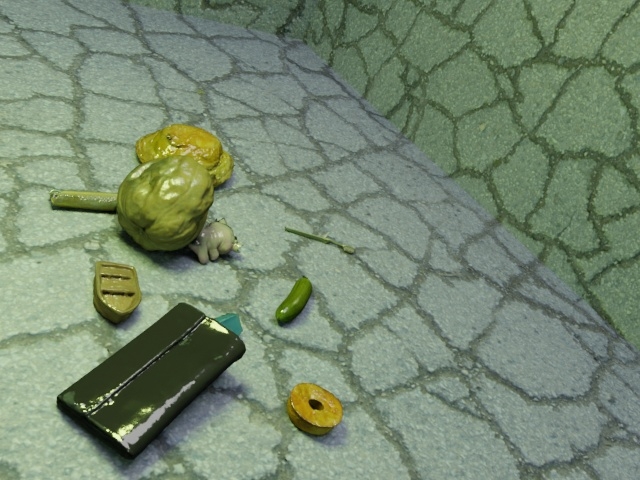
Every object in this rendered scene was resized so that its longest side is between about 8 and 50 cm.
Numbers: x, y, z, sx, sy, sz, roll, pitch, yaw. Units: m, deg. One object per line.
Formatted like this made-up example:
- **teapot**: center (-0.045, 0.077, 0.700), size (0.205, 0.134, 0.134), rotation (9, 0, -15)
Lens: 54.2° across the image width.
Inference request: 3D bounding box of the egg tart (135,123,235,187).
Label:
- **egg tart**: center (-0.489, -0.314, 2.280), size (0.351, 0.153, 0.339), rotation (27, 33, -2)

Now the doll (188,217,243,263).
- **doll**: center (-0.347, -0.006, 1.997), size (0.149, 0.095, 0.192), rotation (43, 36, 25)

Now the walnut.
- **walnut**: center (-0.459, -0.113, 1.858), size (0.253, 0.282, 0.277), rotation (27, 64, 0)

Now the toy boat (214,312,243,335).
- **toy boat**: center (-0.292, 0.253, 1.693), size (0.185, 0.077, 0.075), rotation (-28, 104, -56)

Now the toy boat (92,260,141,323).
- **toy boat**: center (-0.538, 0.142, 1.647), size (0.116, 0.061, 0.188), rotation (11, 35, -31)

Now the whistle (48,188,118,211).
- **whistle**: center (-0.665, -0.121, 1.933), size (0.326, 0.057, 0.068), rotation (3, 37, -37)

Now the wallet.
- **wallet**: center (-0.378, 0.308, 1.463), size (0.228, 0.062, 0.406), rotation (31, 39, 15)

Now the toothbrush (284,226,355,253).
- **toothbrush**: center (0.000, -0.005, 2.353), size (0.294, 0.026, 0.028), rotation (20, 47, -16)

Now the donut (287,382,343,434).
- **donut**: center (-0.019, 0.445, 1.641), size (0.152, 0.058, 0.152), rotation (21, 31, -13)

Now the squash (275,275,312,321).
- **squash**: center (-0.075, 0.186, 1.970), size (0.069, 0.069, 0.258), rotation (32, 31, 3)
